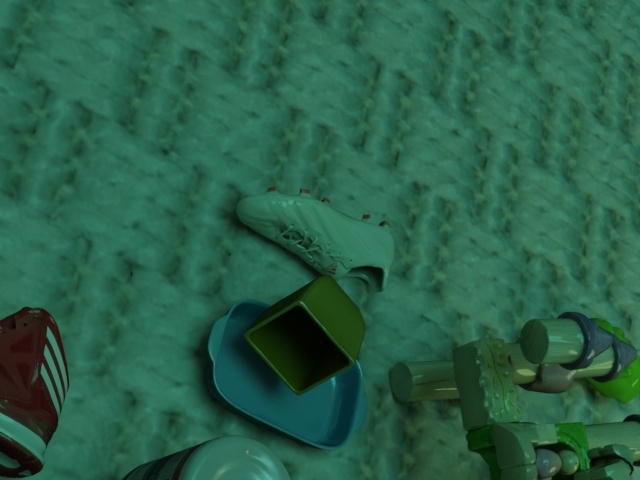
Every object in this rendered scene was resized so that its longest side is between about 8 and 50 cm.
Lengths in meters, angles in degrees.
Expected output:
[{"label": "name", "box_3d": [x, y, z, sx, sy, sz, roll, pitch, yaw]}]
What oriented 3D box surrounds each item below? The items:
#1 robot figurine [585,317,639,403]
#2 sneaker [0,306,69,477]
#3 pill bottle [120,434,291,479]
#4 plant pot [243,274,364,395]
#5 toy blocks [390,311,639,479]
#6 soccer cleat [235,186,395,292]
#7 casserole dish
[{"label": "robot figurine", "box_3d": [0.331, 0.137, 1.575, 0.115, 0.067, 0.101, 43, 24, -16]}, {"label": "sneaker", "box_3d": [-0.298, 0.087, 1.103, 0.221, 0.087, 0.128, 47, 41, -29]}, {"label": "pill bottle", "box_3d": [-0.112, 0.228, 1.112, 0.108, 0.180, 0.107, 15, 64, -33]}, {"label": "plant pot", "box_3d": [-0.007, 0.080, 1.279, 0.081, 0.081, 0.083, 49, 37, -12]}, {"label": "toy blocks", "box_3d": [0.270, 0.218, 1.332, 0.260, 0.309, 0.288, 2, 72, -31]}, {"label": "soccer cleat", "box_3d": [0.000, 0.000, 1.373, 0.196, 0.068, 0.076, 17, 65, -36]}, {"label": "casserole dish", "box_3d": [-0.038, 0.133, 1.306, 0.188, 0.037, 0.114, 30, 56, -27]}]
